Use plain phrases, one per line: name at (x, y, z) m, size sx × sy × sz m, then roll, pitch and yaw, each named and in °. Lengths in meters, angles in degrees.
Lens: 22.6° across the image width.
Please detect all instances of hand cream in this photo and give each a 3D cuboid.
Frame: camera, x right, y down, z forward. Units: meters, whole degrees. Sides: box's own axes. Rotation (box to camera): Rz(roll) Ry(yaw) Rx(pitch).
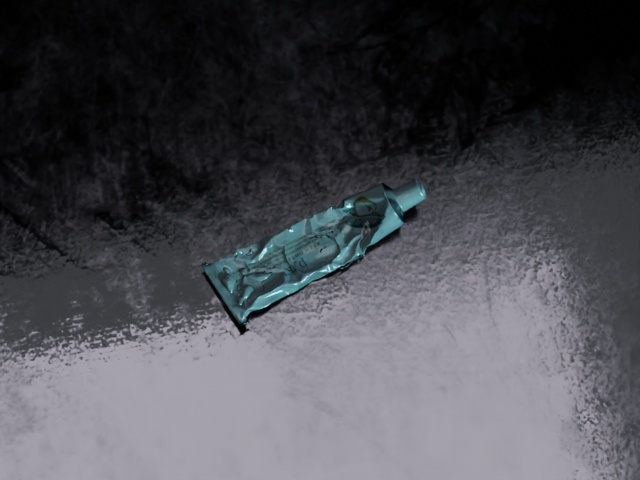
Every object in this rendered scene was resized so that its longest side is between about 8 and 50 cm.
hand cream at (0.000, 0.001, 1.770) m, size 0.257 × 0.050 × 0.084 m, roll -30°, pitch 76°, yaw -4°
